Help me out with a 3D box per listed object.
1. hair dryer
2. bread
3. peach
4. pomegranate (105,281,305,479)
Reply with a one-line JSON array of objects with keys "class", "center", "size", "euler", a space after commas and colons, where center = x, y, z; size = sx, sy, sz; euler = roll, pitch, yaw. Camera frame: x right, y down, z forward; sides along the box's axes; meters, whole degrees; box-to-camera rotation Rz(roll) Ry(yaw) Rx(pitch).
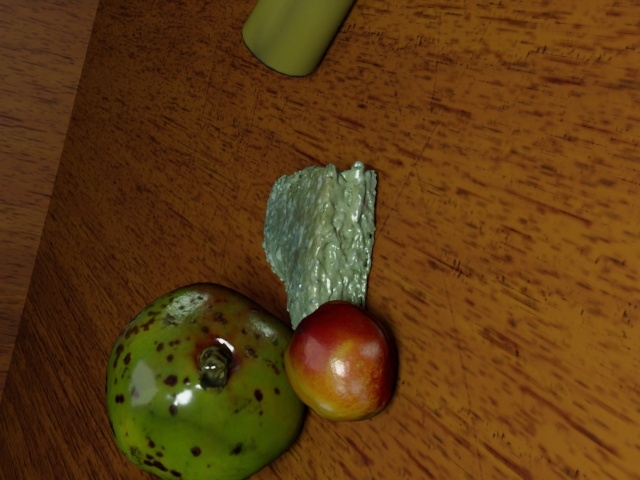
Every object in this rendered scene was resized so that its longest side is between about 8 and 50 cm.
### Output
[{"class": "hair dryer", "center": [-0.022, -0.315, 1.211], "size": [0.278, 0.090, 0.135], "euler": [-95, 29, -45]}, {"class": "bread", "center": [0.000, 0.000, 1.034], "size": [0.172, 0.064, 0.232], "euler": [-61, 31, 35]}, {"class": "peach", "center": [0.019, 0.103, 0.917], "size": [0.101, 0.101, 0.100], "euler": [-38, 46, 54]}, {"class": "pomegranate", "center": [-0.097, 0.149, 1.070], "size": [0.198, 0.246, 0.198], "euler": [-12, 61, 22]}]
